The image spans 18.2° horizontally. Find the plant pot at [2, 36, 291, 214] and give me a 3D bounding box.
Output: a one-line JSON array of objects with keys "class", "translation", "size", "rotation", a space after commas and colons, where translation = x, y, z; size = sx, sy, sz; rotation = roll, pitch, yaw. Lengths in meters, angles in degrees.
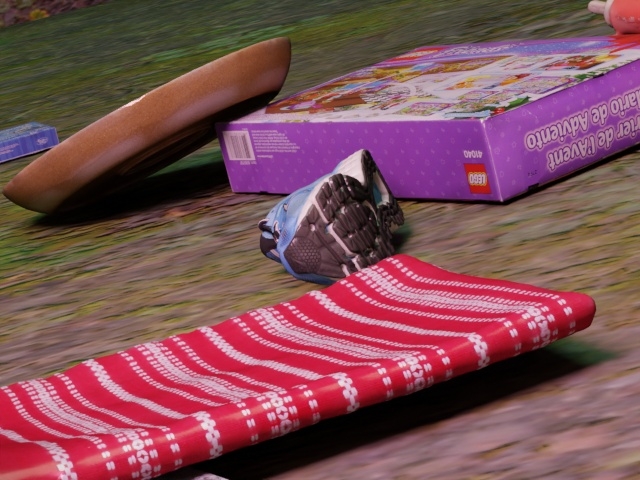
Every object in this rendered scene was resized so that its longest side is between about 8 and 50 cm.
[{"class": "plant pot", "translation": [-0.119, -0.076, 1.449], "size": [0.236, 0.032, 0.236], "rotation": [-28, -1, -1]}]

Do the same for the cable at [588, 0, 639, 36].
[{"class": "cable", "translation": [0.310, -0.169, 1.471], "size": [0.139, 0.072, 0.287], "rotation": [-26, 17, -26]}]

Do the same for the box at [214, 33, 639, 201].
[{"class": "box", "translation": [0.093, -0.084, 1.351], "size": [0.201, 0.057, 0.293], "rotation": [-23, 16, -33]}]

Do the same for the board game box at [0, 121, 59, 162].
[{"class": "board game box", "translation": [-0.296, -0.088, 1.850], "size": [0.090, 0.020, 0.090], "rotation": [-18, 12, -19]}]

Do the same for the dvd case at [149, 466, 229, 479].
[{"class": "dvd case", "translation": [-0.065, 0.112, 0.757], "size": [0.087, 0.013, 0.119], "rotation": [-20, 13, -28]}]

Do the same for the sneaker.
[{"class": "sneaker", "translation": [0.000, 0.000, 1.119], "size": [0.073, 0.063, 0.162], "rotation": [-28, 4, 15]}]

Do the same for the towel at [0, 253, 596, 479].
[{"class": "towel", "translation": [-0.039, 0.059, 0.892], "size": [0.275, 0.031, 0.199], "rotation": [-17, 9, -17]}]
